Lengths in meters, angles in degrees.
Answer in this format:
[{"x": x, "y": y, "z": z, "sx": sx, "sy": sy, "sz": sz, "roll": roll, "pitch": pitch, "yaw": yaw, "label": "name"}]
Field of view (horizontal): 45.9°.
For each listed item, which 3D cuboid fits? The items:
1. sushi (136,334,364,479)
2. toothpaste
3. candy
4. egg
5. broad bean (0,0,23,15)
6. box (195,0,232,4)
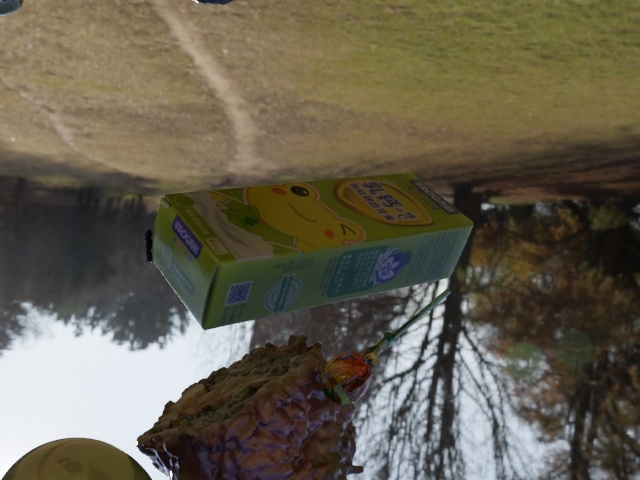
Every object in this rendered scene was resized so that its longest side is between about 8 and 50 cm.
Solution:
[{"x": -0.091, "y": 0.252, "z": 0.929, "sx": 0.270, "sy": 0.171, "sz": 0.236, "roll": -19, "pitch": -166, "yaw": 41, "label": "sushi"}, {"x": 0.000, "y": 0.000, "z": 0.750, "sx": 0.327, "sy": 0.077, "sz": 0.110, "roll": -8, "pitch": -141, "yaw": -37, "label": "toothpaste"}, {"x": 0.080, "y": 0.117, "z": 0.875, "sx": 0.201, "sy": 0.060, "sz": 0.060, "roll": -38, "pitch": -164, "yaw": -19, "label": "candy"}, {"x": -0.262, "y": 0.323, "z": 0.831, "sx": 0.241, "sy": 0.186, "sz": 0.186, "roll": 26, "pitch": -169, "yaw": 38, "label": "egg"}, {"x": -0.537, "y": -0.420, "z": 1.127, "sx": 0.206, "sy": 0.153, "sz": 0.072, "roll": 38, "pitch": 143, "yaw": -2, "label": "broad bean"}, {"x": -0.060, "y": -0.499, "z": 0.951, "sx": 0.359, "sy": 0.350, "sz": 0.091, "roll": -30, "pitch": -131, "yaw": -26, "label": "box"}]
